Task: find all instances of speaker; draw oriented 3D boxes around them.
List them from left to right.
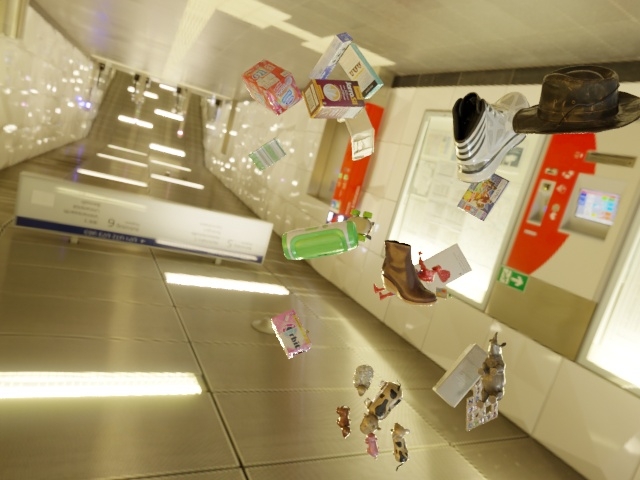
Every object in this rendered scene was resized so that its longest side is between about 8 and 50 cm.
[{"bbox_3d":[0.000,0.000,1.826,0.296,0.131,0.131,-10,-175,12],"label":"speaker"}]

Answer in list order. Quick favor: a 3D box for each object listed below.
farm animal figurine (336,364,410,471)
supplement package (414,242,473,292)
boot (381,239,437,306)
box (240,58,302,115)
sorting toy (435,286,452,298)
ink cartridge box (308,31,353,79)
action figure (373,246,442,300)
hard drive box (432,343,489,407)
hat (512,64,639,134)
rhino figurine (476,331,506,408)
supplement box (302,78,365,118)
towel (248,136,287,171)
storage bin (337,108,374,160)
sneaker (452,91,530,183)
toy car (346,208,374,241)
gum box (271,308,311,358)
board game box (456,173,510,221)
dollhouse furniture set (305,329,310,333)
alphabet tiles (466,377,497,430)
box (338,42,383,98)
[{"bbox_3d":[0.238,0.703,1.774,0.330,0.327,0.172,26,171,0],"label":"farm animal figurine"},{"bbox_3d":[0.647,0.168,2.470,0.292,0.178,0.175,-26,171,-11],"label":"supplement package"},{"bbox_3d":[0.326,0.119,1.659,0.090,0.207,0.248,-20,-151,-40],"label":"boot"},{"bbox_3d":[-0.198,-0.614,1.788,0.257,0.128,0.123,44,168,45],"label":"box"},{"bbox_3d":[0.618,0.263,2.239,0.083,0.012,0.062,9,-129,1],"label":"sorting toy"},{"bbox_3d":[0.040,-0.730,1.795,0.046,0.207,0.097,45,-138,0],"label":"ink cartridge box"},{"bbox_3d":[0.356,0.134,1.836,0.091,0.280,0.139,51,-153,-40],"label":"action figure"},{"bbox_3d":[0.541,0.515,1.713,0.089,0.232,0.181,41,175,18],"label":"hard drive box"},{"bbox_3d":[0.683,-0.393,1.205,0.331,0.134,0.331,-16,-152,9],"label":"hat"},{"bbox_3d":[0.552,0.410,1.434,0.073,0.244,0.106,6,-174,40],"label":"rhino figurine"},{"bbox_3d":[0.046,-0.476,1.510,0.188,0.104,0.080,-11,168,-32],"label":"supplement box"},{"bbox_3d":[-0.243,-0.397,2.062,0.113,0.151,0.023,54,-173,-45],"label":"towel"},{"bbox_3d":[0.179,-0.599,2.342,0.123,0.263,0.260,-18,160,-1],"label":"storage bin"},{"bbox_3d":[0.594,-0.431,1.535,0.169,0.448,0.258,17,149,39],"label":"sneaker"},{"bbox_3d":[0.238,-0.065,2.390,0.148,0.155,0.188,14,177,38],"label":"toy car"},{"bbox_3d":[-0.123,0.399,1.899,0.107,0.062,0.188,-21,-122,-18],"label":"gum box"},{"bbox_3d":[0.705,-0.199,1.938,0.136,0.201,0.035,36,-167,24],"label":"board game box"},{"bbox_3d":[-0.086,0.488,2.123,0.081,0.114,0.091,51,-145,2],"label":"dollhouse furniture set"},{"bbox_3d":[0.728,0.717,2.009,0.198,0.238,0.009,-9,-167,-28],"label":"alphabet tiles"},{"bbox_3d":[0.184,-0.800,2.110,0.060,0.100,0.244,-29,-96,-50],"label":"box"}]
